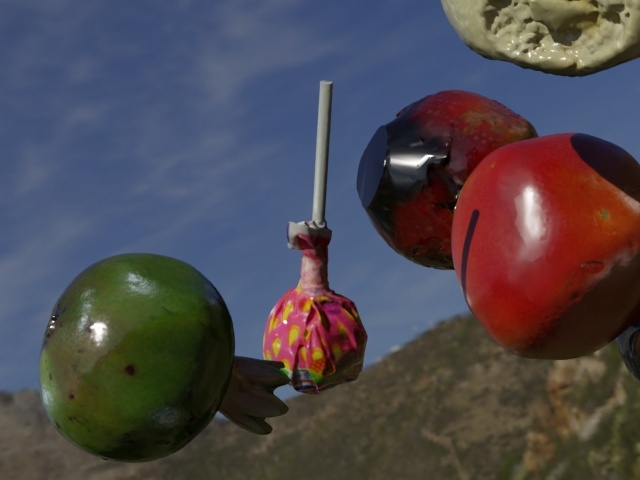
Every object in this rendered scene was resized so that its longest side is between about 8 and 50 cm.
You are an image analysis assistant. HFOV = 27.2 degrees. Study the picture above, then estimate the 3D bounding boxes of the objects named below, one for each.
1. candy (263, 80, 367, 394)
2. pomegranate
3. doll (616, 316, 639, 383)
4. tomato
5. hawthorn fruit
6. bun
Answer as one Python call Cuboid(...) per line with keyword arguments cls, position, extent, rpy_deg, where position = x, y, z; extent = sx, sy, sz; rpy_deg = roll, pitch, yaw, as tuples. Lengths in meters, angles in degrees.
Cuboid(cls="candy", position=(0.000, 0.000, 1.502), extent=(0.124, 0.365, 0.124), rpy_deg=(3, 18, -1))
Cuboid(cls="pomegranate", position=(-0.133, 0.110, 1.154), extent=(0.225, 0.187, 0.187), rpy_deg=(18, -30, -25))
Cuboid(cls="doll", position=(0.527, 0.165, 1.821), extent=(0.174, 0.235, 0.330), rpy_deg=(-12, -48, 46))
Cuboid(cls="tomato", position=(0.303, 0.000, 1.649), extent=(0.298, 0.299, 0.226), rpy_deg=(-17, -8, -15))
Cuboid(cls="hawthorn fruit", position=(0.200, -0.091, 2.021), extent=(0.316, 0.316, 0.316), rpy_deg=(-19, -12, -4))
Cuboid(cls="bun", position=(0.290, -0.344, 1.406), extent=(0.364, 0.364, 0.202), rpy_deg=(-21, -55, 3))
